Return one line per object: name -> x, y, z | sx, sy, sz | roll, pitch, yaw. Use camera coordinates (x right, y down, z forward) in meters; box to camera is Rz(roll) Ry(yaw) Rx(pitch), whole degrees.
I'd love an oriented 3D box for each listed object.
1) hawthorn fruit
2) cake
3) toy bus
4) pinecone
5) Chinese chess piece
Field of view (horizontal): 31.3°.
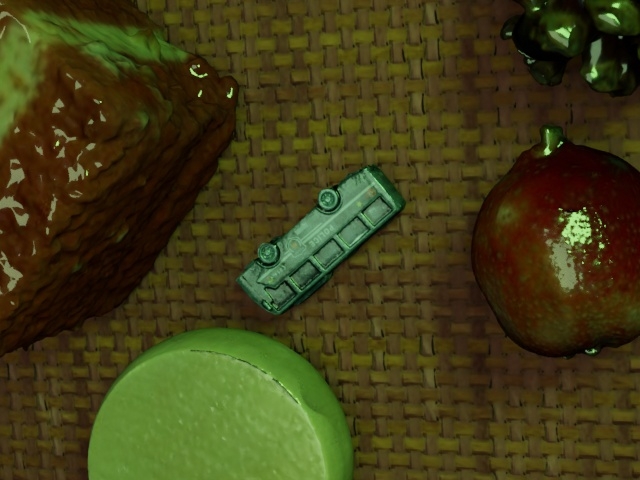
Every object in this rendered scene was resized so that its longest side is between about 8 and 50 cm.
hawthorn fruit -> 0.203, -0.001, 0.922 | 0.169, 0.169, 0.188 | -11, 89, 18
cake -> -0.279, -0.106, 0.998 | 0.319, 0.269, 0.270 | 39, 106, 9
toy bus -> 0.000, 0.000, 1.039 | 0.166, 0.047, 0.065 | -42, 87, 16
pinecone -> 0.246, -0.231, 0.851 | 0.243, 0.243, 0.257 | 11, 129, 16
Chinese chess piece -> -0.092, 0.204, 1.063 | 0.250, 0.097, 0.251 | 2, 97, 17
